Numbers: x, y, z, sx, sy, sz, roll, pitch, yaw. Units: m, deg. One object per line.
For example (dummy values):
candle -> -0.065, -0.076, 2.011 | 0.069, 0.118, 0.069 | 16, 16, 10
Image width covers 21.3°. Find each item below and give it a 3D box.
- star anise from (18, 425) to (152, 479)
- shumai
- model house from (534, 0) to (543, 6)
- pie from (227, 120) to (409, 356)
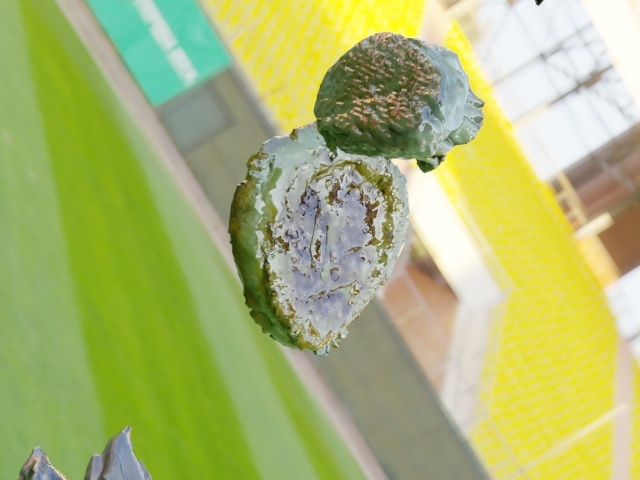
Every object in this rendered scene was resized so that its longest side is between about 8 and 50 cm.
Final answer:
star anise -> -0.217, 0.346, 1.667 | 0.332, 0.331, 0.117 | 58, 24, 11
shumai -> 0.093, -0.145, 1.962 | 0.142, 0.184, 0.184 | 49, 6, -45
model house -> 0.344, -0.403, 2.371 | 0.117, 0.167, 0.088 | 26, -14, 21
pie -> 0.000, 0.000, 2.322 | 0.103, 0.288, 0.355 | 19, -29, 40
